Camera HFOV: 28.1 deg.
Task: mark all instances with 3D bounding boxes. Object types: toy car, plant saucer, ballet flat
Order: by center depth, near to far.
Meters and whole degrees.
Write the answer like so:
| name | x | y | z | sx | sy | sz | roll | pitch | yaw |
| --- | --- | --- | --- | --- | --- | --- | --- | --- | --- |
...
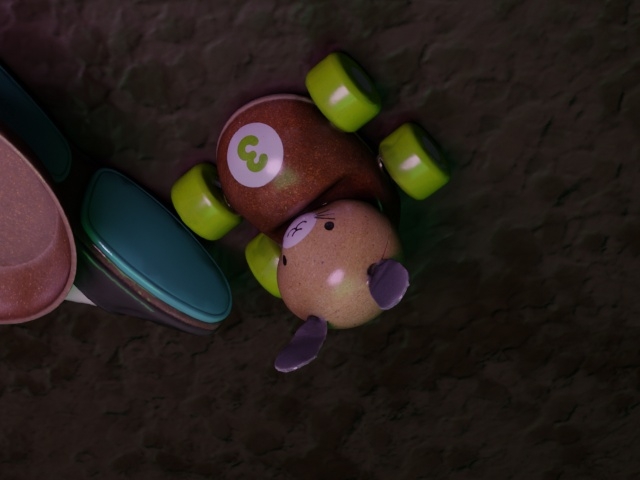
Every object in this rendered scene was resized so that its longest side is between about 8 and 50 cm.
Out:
| name | x | y | z | sx | sy | sz | roll | pitch | yaw |
| --- | --- | --- | --- | --- | --- | --- | --- | --- | --- |
| plant saucer | -0.235 | -0.029 | 0.793 | 0.199 | 0.036 | 0.198 | 13 | 135 | 13 |
| toy car | 0.000 | 0.000 | 0.832 | 0.155 | 0.188 | 0.149 | -37 | 122 | 20 |
| ballet flat | -0.183 | -0.024 | 0.864 | 0.096 | 0.095 | 0.280 | -32 | 114 | 29 |
